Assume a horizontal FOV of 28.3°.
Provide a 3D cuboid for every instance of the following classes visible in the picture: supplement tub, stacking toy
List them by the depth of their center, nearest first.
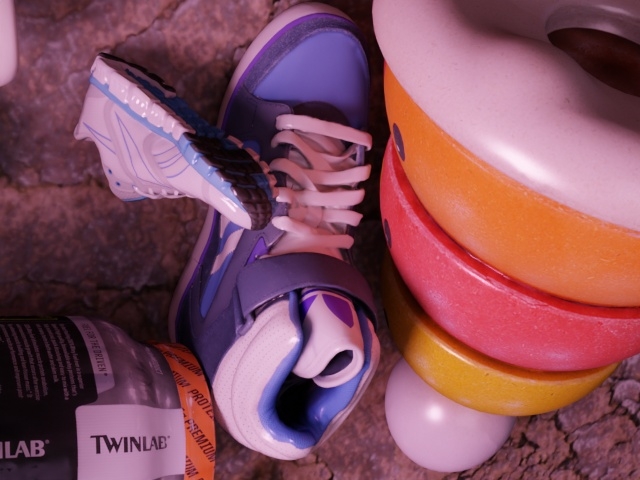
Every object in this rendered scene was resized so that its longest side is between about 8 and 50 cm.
[{"bbox_3d":[-0.246,0.148,0.890,0.316,0.193,0.194,1,108,-27],"label":"supplement tub"},{"bbox_3d":[0.156,0.025,0.994,0.350,0.351,0.480,-4,134,-26],"label":"stacking toy"}]

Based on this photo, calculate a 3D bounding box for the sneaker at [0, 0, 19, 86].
[{"bbox_3d":[-0.292,-0.246,0.768,0.148,0.131,0.350,-21,111,-11],"label":"sneaker"}]

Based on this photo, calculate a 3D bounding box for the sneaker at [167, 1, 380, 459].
[{"bbox_3d":[-0.001,0.000,0.932,0.130,0.236,0.323,15,102,-30],"label":"sneaker"}]

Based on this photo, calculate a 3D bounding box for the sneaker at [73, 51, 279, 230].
[{"bbox_3d":[-0.107,-0.052,0.905,0.071,0.190,0.083,6,119,-55],"label":"sneaker"}]
